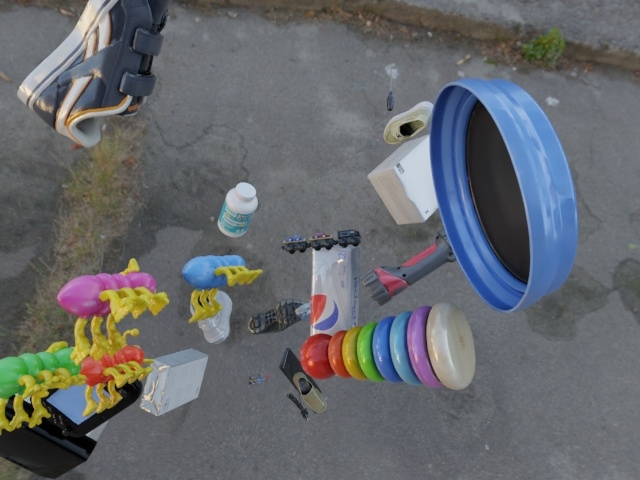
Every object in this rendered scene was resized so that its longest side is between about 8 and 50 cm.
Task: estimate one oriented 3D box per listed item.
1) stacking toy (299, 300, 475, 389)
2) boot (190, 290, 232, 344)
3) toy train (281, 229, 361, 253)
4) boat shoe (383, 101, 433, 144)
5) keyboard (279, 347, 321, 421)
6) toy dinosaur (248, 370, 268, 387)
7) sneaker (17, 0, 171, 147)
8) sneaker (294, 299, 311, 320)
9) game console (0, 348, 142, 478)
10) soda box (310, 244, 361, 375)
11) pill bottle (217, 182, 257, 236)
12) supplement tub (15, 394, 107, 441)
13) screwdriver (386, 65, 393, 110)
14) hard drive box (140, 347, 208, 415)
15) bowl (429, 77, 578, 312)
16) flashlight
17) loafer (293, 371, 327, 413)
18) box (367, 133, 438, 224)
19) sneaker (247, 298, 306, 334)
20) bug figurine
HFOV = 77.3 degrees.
[{"bbox_3d":[0.096,0.198,0.732,0.141,0.330,0.141,24,59,-48],"label":"stacking toy"},{"bbox_3d":[-0.334,0.192,1.220,0.095,0.123,0.258,-24,27,-7],"label":"boot"},{"bbox_3d":[0.000,0.000,0.783,0.158,0.027,0.036,-7,60,11],"label":"toy train"},{"bbox_3d":[0.336,-0.454,1.608,0.109,0.302,0.094,40,68,-10],"label":"boat shoe"},{"bbox_3d":[-0.088,0.629,1.702,0.033,0.317,0.201,-21,27,21],"label":"keyboard"},{"bbox_3d":[-0.233,0.529,1.529,0.082,0.090,0.047,-5,54,10],"label":"toy dinosaur"},{"bbox_3d":[-0.301,-0.277,0.609,0.127,0.321,0.126,47,18,-17],"label":"sneaker"},{"bbox_3d":[-0.022,0.237,1.421,0.135,0.052,0.058,-31,80,-13],"label":"sneaker"},{"bbox_3d":[-0.425,0.266,0.629,0.213,0.361,0.044,45,25,-21],"label":"game console"},{"bbox_3d":[0.034,0.152,0.911,0.091,0.098,0.286,3,95,18],"label":"soda box"},{"bbox_3d":[-0.380,-0.145,1.863,0.146,0.264,0.146,15,47,-17],"label":"pill bottle"},{"bbox_3d":[-0.706,0.445,1.032,0.272,0.191,0.191,27,60,-5],"label":"supplement tub"},{"bbox_3d":[0.245,-0.524,1.380,0.025,0.024,0.170,15,75,-28],"label":"screwdriver"},{"bbox_3d":[-0.542,0.524,1.507,0.089,0.232,0.181,14,89,19],"label":"hard drive box"},{"bbox_3d":[0.286,-0.076,0.678,0.077,0.391,0.391,-15,64,2],"label":"bowl"},{"bbox_3d":[0.260,0.060,1.098,0.304,0.103,0.103,-35,98,6],"label":"flashlight"},{"bbox_3d":[-0.034,0.479,1.247,0.056,0.050,0.148,-41,83,-9],"label":"loafer"},{"bbox_3d":[0.265,-0.170,1.139,0.182,0.119,0.181,-42,108,-23],"label":"box"},{"bbox_3d":[-0.153,0.301,1.569,0.267,0.106,0.101,-20,62,20],"label":"sneaker"},{"bbox_3d":[-0.203,0.093,0.424,0.279,0.216,0.072,-40,74,13],"label":"bug figurine"}]
